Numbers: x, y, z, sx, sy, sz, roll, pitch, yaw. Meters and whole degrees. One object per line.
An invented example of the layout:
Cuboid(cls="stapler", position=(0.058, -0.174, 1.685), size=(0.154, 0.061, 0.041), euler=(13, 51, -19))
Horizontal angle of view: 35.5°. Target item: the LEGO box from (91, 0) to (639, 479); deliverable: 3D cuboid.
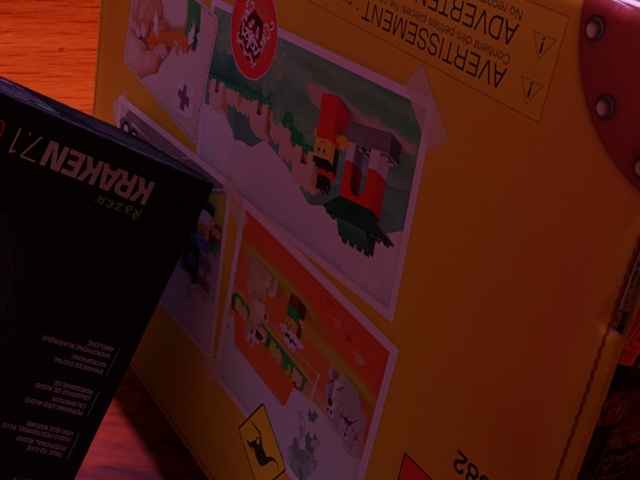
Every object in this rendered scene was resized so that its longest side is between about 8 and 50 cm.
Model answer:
Cuboid(cls="LEGO box", position=(0.041, -0.015, 0.587), size=(0.193, 0.372, 0.500), euler=(-6, 30, -32))

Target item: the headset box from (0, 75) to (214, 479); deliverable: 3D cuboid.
Cuboid(cls="headset box", position=(-0.239, 0.037, 0.542), size=(0.246, 0.283, 0.131), euler=(24, 4, -37))
